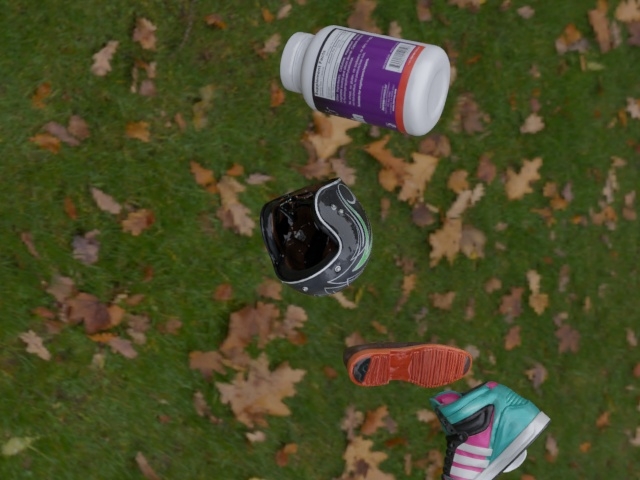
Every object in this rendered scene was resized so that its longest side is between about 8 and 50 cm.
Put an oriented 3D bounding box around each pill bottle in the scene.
[{"bbox_3d":[0.088,-0.332,1.842,0.181,0.323,0.181,-46,145,-46],"label":"pill bottle"}]

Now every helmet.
[{"bbox_3d":[0.000,0.000,1.369,0.169,0.169,0.162,-26,100,-33],"label":"helmet"}]

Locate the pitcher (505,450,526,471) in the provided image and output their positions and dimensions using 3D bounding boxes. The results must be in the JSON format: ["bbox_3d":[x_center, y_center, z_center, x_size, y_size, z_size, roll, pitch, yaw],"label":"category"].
[{"bbox_3d":[0.352,0.386,1.956,0.125,0.207,0.178,-32,96,3],"label":"pitcher"}]

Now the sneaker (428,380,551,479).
[{"bbox_3d":[0.247,0.358,1.615,0.295,0.178,0.124,-50,161,18],"label":"sneaker"}]

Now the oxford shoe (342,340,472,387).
[{"bbox_3d":[0.178,0.239,1.862,0.271,0.098,0.097,4,108,-16],"label":"oxford shoe"}]
